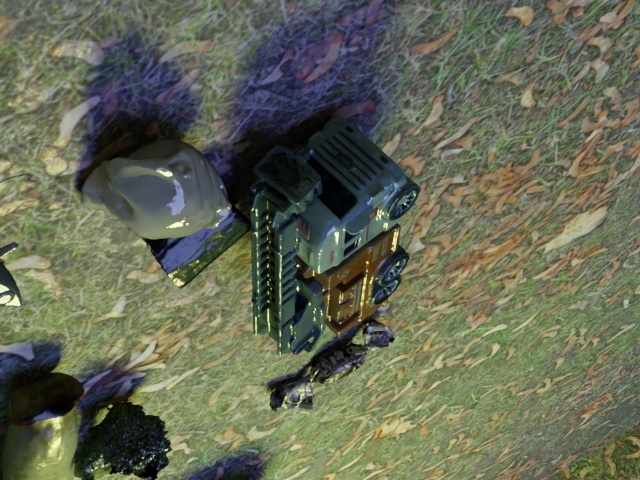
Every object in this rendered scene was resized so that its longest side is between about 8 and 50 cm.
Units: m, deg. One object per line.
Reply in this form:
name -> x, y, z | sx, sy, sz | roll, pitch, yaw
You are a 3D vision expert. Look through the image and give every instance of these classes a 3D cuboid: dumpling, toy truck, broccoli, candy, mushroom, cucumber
dumpling -> -0.174, -0.049, 1.194 | 0.134, 0.100, 0.169 | -4, -174, 17
toy truck -> 0.000, 0.000, 1.383 | 0.184, 0.133, 0.338 | -38, 157, -22
broccoli -> -0.290, 0.296, 1.640 | 0.118, 0.122, 0.204 | 22, 146, -26
candy -> 0.017, 0.202, 1.889 | 0.226, 0.051, 0.094 | -36, 152, 3
mushroom -> -0.356, 0.269, 1.525 | 0.100, 0.081, 0.312 | -16, 151, -26
cucumber -> -0.139, -0.004, 1.333 | 0.115, 0.062, 0.116 | -41, 156, 4

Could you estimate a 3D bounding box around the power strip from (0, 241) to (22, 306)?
power strip -> -0.385, 0.066, 1.176 | 0.216, 0.044, 0.137 | -32, 154, -5
